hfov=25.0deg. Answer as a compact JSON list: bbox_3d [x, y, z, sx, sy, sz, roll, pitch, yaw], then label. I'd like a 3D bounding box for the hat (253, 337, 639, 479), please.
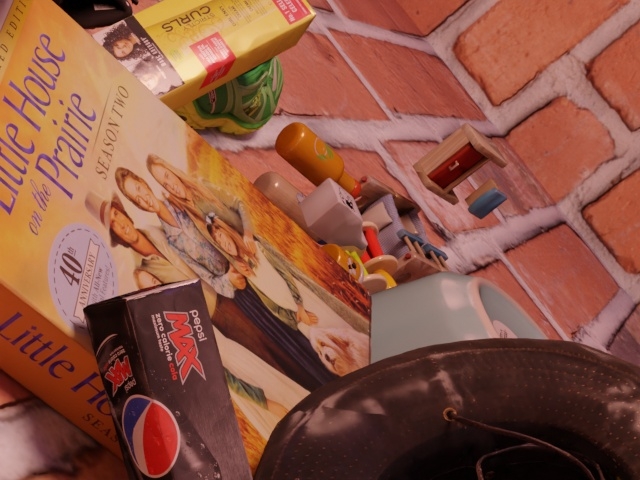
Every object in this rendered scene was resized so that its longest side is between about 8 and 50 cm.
[{"bbox_3d":[0.111,0.217,0.956,0.134,0.331,0.331,96,-28,-52],"label":"hat"}]

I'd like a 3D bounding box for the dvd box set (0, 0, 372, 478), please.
[{"bbox_3d":[-0.119,0.022,1.030,0.420,0.062,0.307,43,28,-25],"label":"dvd box set"}]

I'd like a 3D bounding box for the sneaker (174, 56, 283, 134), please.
[{"bbox_3d":[-0.084,-0.183,1.530,0.109,0.123,0.295,51,16,2],"label":"sneaker"}]

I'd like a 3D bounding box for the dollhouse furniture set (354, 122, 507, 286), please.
[{"bbox_3d":[0.131,-0.031,1.657,0.129,0.184,0.129,26,29,-54],"label":"dollhouse furniture set"}]

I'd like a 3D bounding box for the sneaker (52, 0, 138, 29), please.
[{"bbox_3d":[-0.227,-0.259,1.406,0.227,0.087,0.130,-46,112,-83],"label":"sneaker"}]

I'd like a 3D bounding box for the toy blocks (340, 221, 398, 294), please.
[{"bbox_3d":[0.034,0.009,1.549,0.123,0.054,0.148,27,28,-54],"label":"toy blocks"}]

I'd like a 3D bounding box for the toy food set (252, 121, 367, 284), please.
[{"bbox_3d":[0.000,0.000,1.379,0.104,0.111,0.232,38,18,-35],"label":"toy food set"}]

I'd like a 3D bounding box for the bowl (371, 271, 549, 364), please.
[{"bbox_3d":[0.137,0.151,1.329,0.311,0.163,0.311,46,17,-18],"label":"bowl"}]

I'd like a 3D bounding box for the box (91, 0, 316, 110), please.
[{"bbox_3d":[-0.117,-0.183,1.340,0.232,0.058,0.087,-32,82,-35],"label":"box"}]

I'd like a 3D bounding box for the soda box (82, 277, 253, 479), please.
[{"bbox_3d":[-0.088,0.112,0.876,0.060,0.053,0.169,-17,93,-40],"label":"soda box"}]
